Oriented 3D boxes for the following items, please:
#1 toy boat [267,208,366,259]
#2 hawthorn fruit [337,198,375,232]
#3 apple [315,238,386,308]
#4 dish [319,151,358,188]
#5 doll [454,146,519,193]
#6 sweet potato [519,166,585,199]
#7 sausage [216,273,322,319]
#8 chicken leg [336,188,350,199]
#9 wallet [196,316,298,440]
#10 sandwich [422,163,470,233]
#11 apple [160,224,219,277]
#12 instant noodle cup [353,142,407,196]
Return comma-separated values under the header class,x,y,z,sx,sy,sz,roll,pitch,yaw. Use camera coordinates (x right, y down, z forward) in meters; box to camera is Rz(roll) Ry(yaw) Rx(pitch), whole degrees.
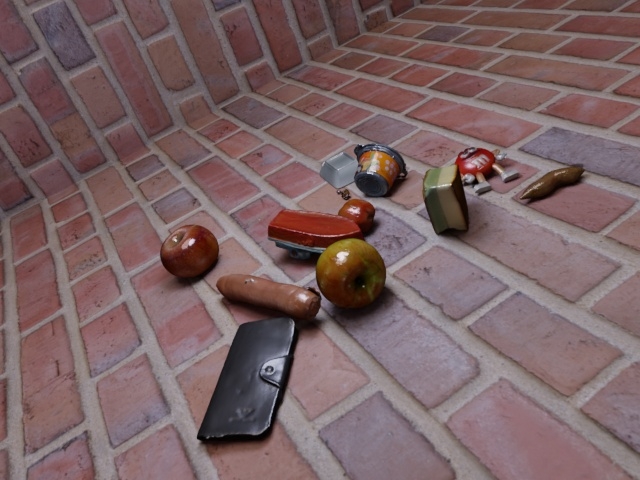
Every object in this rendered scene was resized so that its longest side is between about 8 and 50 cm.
class,x,y,z,sx,sy,sz,roll,pitch,yaw
toy boat,0.000,0.000,1.814,0.331,0.133,0.145,10,38,25
hawthorn fruit,0.120,-0.080,1.860,0.128,0.128,0.128,-16,33,10
apple,0.079,0.087,1.562,0.196,0.196,0.196,-16,33,10
dish,0.077,-0.294,2.247,0.154,0.064,0.234,-30,32,-10
doll,0.528,-0.249,1.890,0.183,0.085,0.217,-25,41,-2
sweet potato,0.684,-0.173,1.708,0.218,0.051,0.065,-24,34,-3
sausage,-0.163,0.155,1.677,0.094,0.094,0.419,-15,15,-42
chicken leg,0.088,-0.173,2.100,0.036,0.021,0.083,-36,33,-4
wallet,-0.175,0.349,1.462,0.197,0.051,0.378,-8,36,19
sandwich,0.368,-0.106,1.676,0.108,0.186,0.220,-9,17,20
apple,-0.449,0.042,1.989,0.201,0.162,0.201,-22,38,18
instant noodle cup,0.194,-0.235,2.010,0.208,0.178,0.126,20,61,7
